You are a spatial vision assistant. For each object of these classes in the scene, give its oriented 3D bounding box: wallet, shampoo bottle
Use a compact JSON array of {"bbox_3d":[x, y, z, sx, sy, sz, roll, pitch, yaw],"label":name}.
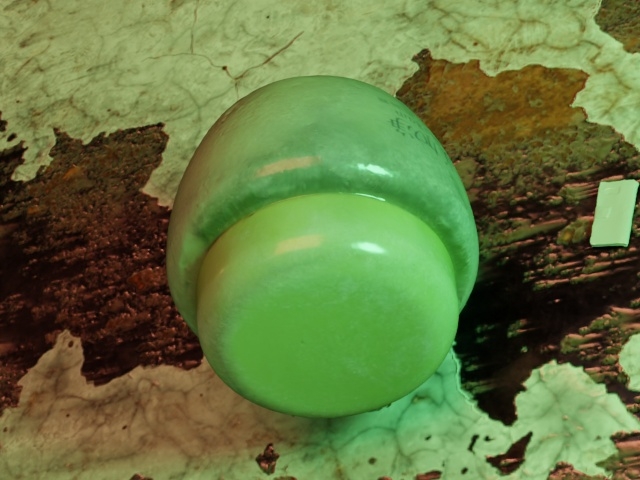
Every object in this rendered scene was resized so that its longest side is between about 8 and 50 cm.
[{"bbox_3d":[0.317,-0.029,1.735,0.044,0.011,0.083,-2,57,28],"label":"wallet"},{"bbox_3d":[0.000,0.000,1.680,0.322,0.322,0.317,-22,40,13],"label":"shampoo bottle"}]
